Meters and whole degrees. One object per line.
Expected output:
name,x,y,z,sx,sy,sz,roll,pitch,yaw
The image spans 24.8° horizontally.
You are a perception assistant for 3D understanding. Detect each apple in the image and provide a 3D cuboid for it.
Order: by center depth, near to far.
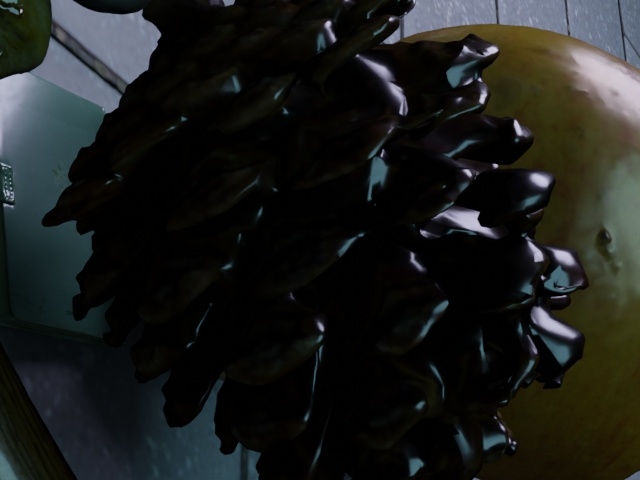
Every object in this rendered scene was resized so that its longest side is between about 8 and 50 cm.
apple,0.123,0.015,0.939,0.299,0.299,0.275,22,80,-58

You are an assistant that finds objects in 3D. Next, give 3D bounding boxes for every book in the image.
book,-0.139,-0.017,0.742,0.103,0.017,0.135,22,57,-61

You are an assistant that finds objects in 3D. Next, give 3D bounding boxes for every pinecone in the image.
pinecone,0.000,0.000,0.668,0.273,0.224,0.224,63,28,-8

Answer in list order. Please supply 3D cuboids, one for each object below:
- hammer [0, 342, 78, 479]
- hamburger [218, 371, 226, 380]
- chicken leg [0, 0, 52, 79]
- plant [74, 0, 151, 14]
hammer,-0.121,0.120,0.623,0.409,0.095,0.242,64,28,-14
hamburger,-0.049,0.017,0.830,0.141,0.081,0.127,-32,101,-50
chicken leg,-0.210,-0.143,0.601,0.227,0.103,0.088,42,30,-16
plant,-0.107,-0.229,0.670,0.149,0.146,0.274,8,36,-46
